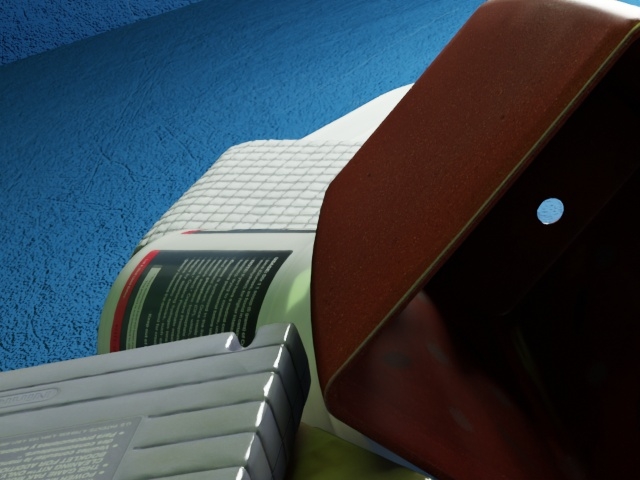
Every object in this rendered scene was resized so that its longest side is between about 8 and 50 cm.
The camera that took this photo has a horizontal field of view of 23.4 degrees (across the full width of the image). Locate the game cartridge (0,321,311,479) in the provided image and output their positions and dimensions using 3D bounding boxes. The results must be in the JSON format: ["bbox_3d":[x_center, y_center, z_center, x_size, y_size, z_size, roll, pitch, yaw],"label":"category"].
[{"bbox_3d":[-0.192,0.141,0.868,0.355,0.068,0.230,-10,23,11],"label":"game cartridge"}]

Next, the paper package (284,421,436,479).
[{"bbox_3d":[-0.122,0.238,0.882,0.325,0.168,0.309,-24,21,-28],"label":"paper package"}]

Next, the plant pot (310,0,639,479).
[{"bbox_3d":[0.148,0.001,0.941,0.267,0.267,0.236,-50,28,11],"label":"plant pot"}]

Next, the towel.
[{"bbox_3d":[0.000,0.000,1.413,0.284,0.121,0.235,1,28,26],"label":"towel"}]

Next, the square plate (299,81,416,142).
[{"bbox_3d":[0.078,-0.095,1.718,0.344,0.049,0.347,-31,23,-21],"label":"square plate"}]

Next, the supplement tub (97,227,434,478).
[{"bbox_3d":[-0.021,0.085,1.172,0.272,0.191,0.191,0,30,45],"label":"supplement tub"}]
